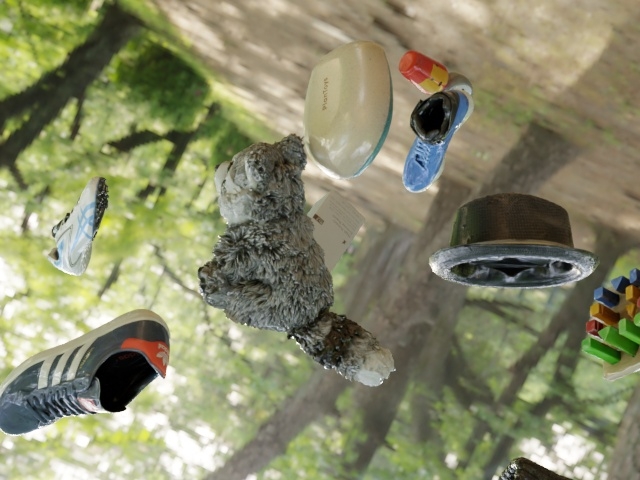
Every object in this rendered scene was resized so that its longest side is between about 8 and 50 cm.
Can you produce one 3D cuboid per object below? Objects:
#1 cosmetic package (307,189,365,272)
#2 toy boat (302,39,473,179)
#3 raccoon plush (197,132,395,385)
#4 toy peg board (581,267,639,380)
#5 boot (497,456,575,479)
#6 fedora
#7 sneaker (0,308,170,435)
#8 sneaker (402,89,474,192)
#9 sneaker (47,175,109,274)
[{"bbox_3d":[0.000,0.000,2.666,0.117,0.231,0.085,41,139,-10],"label":"cosmetic package"},{"bbox_3d":[0.107,-0.235,1.976,0.148,0.267,0.318,26,151,-38],"label":"toy boat"},{"bbox_3d":[-0.009,0.013,1.990,0.446,0.299,0.216,27,-152,0],"label":"raccoon plush"},{"bbox_3d":[0.472,0.107,1.732,0.079,0.160,0.161,26,143,-25],"label":"toy peg board"},{"bbox_3d":[0.395,0.549,2.000,0.260,0.348,0.131,17,-156,-2],"label":"boot"},{"bbox_3d":[0.384,-0.006,2.267,0.334,0.152,0.334,1,164,0],"label":"fedora"},{"bbox_3d":[-0.408,0.253,1.926,0.131,0.350,0.148,50,-168,-38],"label":"sneaker"},{"bbox_3d":[0.137,-0.129,1.475,0.058,0.152,0.084,42,-155,23],"label":"sneaker"},{"bbox_3d":[-0.448,-0.028,2.094,0.086,0.237,0.085,22,-141,-8],"label":"sneaker"}]
